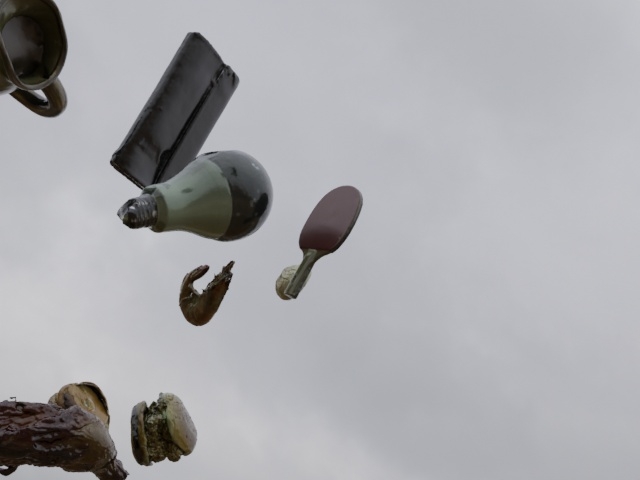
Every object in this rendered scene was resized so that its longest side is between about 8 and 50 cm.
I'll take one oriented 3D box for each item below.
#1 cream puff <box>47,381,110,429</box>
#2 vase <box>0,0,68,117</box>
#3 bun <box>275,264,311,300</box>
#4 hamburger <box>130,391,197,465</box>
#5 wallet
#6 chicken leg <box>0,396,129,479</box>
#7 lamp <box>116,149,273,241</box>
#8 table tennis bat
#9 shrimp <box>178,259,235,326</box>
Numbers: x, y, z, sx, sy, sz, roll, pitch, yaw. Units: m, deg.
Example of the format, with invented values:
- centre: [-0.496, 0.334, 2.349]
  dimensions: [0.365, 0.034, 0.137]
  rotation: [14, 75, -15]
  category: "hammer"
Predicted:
- centre: [-0.456, 0.335, 1.498]
  dimensions: [0.104, 0.119, 0.133]
  rotation: [-36, -79, 12]
  category: "cream puff"
- centre: [-0.652, -0.385, 1.677]
  dimensions: [0.302, 0.241, 0.329]
  rotation: [14, -30, 30]
  category: "vase"
- centre: [-0.077, 0.107, 2.127]
  dimensions: [0.069, 0.115, 0.115]
  rotation: [38, -33, -8]
  category: "bun"
- centre: [-0.346, 0.411, 1.747]
  dimensions: [0.131, 0.159, 0.185]
  rotation: [-13, -22, -1]
  category: "hamburger"
- centre: [-0.363, -0.309, 2.044]
  dimensions: [0.062, 0.406, 0.228]
  rotation: [19, -15, 36]
  category: "wallet"
- centre: [-0.445, 0.349, 1.324]
  dimensions: [0.322, 0.083, 0.177]
  rotation: [15, -51, -33]
  category: "chicken leg"
- centre: [-0.240, -0.081, 1.504]
  dimensions: [0.313, 0.182, 0.182]
  rotation: [-6, -18, -28]
  category: "lamp"
- centre: [0.000, 0.000, 1.508]
  dimensions: [0.022, 0.247, 0.138]
  rotation: [39, -17, -33]
  category: "table tennis bat"
- centre: [-0.292, 0.121, 2.023]
  dimensions: [0.053, 0.133, 0.236]
  rotation: [-4, -40, -47]
  category: "shrimp"
